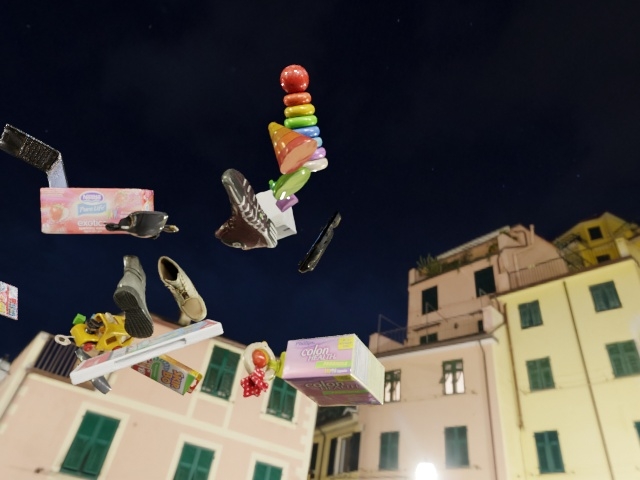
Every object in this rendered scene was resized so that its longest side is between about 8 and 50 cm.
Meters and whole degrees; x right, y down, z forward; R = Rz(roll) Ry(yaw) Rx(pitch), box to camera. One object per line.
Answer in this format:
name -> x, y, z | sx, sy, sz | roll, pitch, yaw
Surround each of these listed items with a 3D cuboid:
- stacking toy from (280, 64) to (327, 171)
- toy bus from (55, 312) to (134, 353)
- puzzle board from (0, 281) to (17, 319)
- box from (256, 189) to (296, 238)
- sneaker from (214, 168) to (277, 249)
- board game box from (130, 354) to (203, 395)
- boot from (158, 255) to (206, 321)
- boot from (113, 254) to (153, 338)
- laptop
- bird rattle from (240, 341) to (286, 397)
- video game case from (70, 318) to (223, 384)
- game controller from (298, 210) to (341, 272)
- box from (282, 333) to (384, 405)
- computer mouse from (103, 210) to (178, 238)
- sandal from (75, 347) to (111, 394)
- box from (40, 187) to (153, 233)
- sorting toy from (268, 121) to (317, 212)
stacking toy -> -0.065, -0.391, 1.468 | 0.141, 0.141, 0.331 | -4, -75, 16
toy bus -> -0.681, 0.280, 1.422 | 0.190, 0.202, 0.104 | 35, -85, -13
puzzle board -> -0.924, 0.164, 1.315 | 0.011, 0.128, 0.096 | -38, -40, 4
box -> -0.217, -0.099, 1.908 | 0.180, 0.182, 0.119 | -19, -24, 16
sneaker -> -0.248, -0.064, 1.290 | 0.162, 0.107, 0.281 | -16, -50, 15
board game box -> -0.595, 0.509, 1.762 | 0.259, 0.039, 0.124 | 31, -65, -12
boot -> -0.452, 0.160, 1.477 | 0.077, 0.213, 0.165 | -30, -15, -14
boot -> -0.555, 0.174, 1.390 | 0.083, 0.161, 0.247 | -3, -48, -6
laptop -> -0.999, -0.243, 1.581 | 0.264, 0.137, 0.234 | 32, -30, -32
bird rattle -> -0.255, 0.535, 1.911 | 0.253, 0.207, 0.143 | -15, -21, -47
video game case -> -0.363, 0.229, 0.970 | 0.285, 0.025, 0.204 | -16, -1, -22
game controller -> 0.000, 0.000, 1.863 | 0.067, 0.319, 0.167 | 26, -52, 3
box -> 0.046, 0.387, 1.324 | 0.213, 0.117, 0.243 | -11, -41, 25
computer mouse -> -0.478, -0.030, 1.282 | 0.261, 0.060, 0.184 | -8, -11, 43
sandal -> -0.786, 0.442, 1.533 | 0.254, 0.054, 0.097 | 24, -30, 48
box -> -0.703, -0.095, 1.452 | 0.299, 0.142, 0.154 | 0, 5, -6
sorting toy -> -0.110, -0.211, 1.287 | 0.126, 0.127, 0.366 | 50, -21, 12
